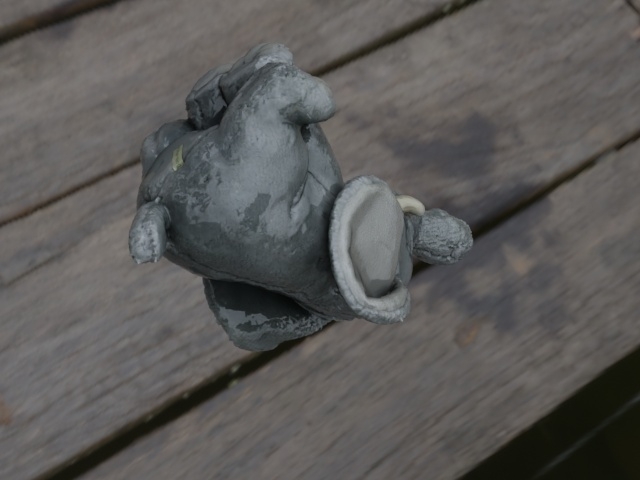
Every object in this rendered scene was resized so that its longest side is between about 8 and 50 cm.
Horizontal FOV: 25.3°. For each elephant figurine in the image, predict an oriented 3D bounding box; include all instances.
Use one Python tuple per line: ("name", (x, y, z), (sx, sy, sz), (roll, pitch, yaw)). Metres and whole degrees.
("elephant figurine", (0.000, 0.000, 0.941), (0.186, 0.169, 0.239), (-44, 113, -4))
